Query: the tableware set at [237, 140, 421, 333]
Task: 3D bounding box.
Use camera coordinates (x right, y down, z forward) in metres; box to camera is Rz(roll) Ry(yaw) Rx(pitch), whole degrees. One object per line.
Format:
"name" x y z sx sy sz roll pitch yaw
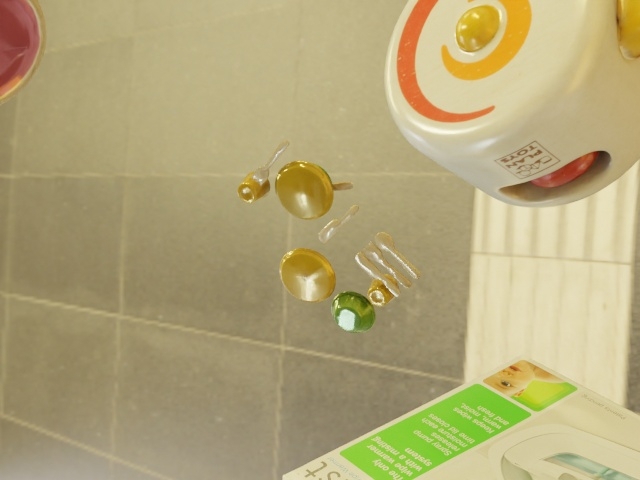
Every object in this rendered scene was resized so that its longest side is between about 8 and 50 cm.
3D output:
"tableware set" 0.000 0.000 0.795 0.154 0.024 0.104 44 124 -1

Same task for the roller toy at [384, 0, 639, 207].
"roller toy" 0.153 -0.131 0.770 0.209 0.146 0.191 34 96 46

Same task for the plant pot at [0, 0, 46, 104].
"plant pot" -0.331 -0.204 0.875 0.180 0.201 0.201 44 119 38

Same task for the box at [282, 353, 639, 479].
"box" 0.142 0.213 0.652 0.262 0.231 0.126 28 128 48
